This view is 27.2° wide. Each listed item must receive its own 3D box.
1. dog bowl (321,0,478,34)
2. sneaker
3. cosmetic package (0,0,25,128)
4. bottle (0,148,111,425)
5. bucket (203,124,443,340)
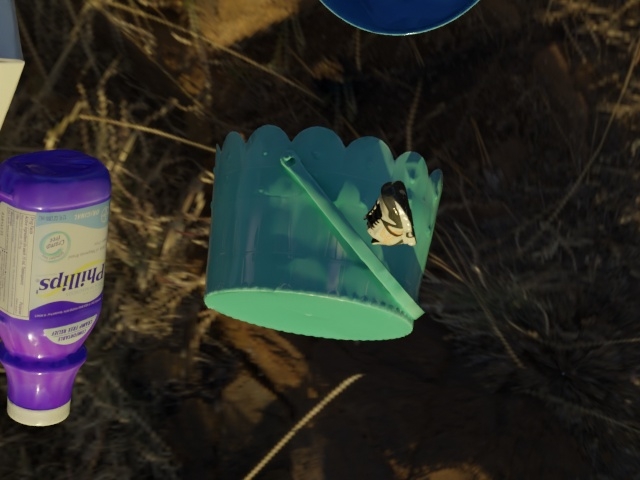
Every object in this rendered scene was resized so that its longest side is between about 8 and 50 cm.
[{"bbox_3d":[0.025,-0.291,1.011,0.166,0.074,0.297,-35,89,7],"label":"dog bowl"},{"bbox_3d":[0.058,-0.019,1.143,0.044,0.109,0.040,-8,68,5],"label":"sneaker"},{"bbox_3d":[-0.370,-0.256,1.145,0.155,0.197,0.365,-3,66,-27],"label":"cosmetic package"},{"bbox_3d":[-0.281,0.052,1.356,0.092,0.118,0.283,24,115,36],"label":"bottle"},{"bbox_3d":[0.000,0.000,1.503,0.281,0.281,0.183,5,76,11],"label":"bucket"}]
